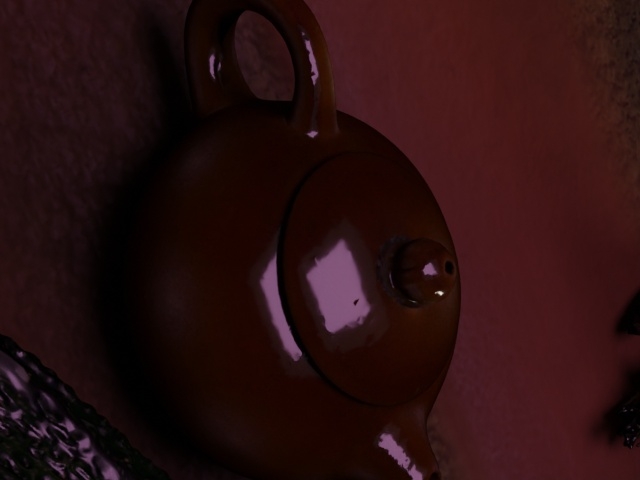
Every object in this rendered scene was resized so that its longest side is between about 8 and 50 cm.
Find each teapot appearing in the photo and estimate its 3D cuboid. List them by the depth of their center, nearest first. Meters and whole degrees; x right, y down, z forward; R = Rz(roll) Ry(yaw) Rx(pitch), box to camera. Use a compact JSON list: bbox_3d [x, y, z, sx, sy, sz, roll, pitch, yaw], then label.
[{"bbox_3d":[0.000,0.000,0.797,0.178,0.135,0.252,-21,99,-50],"label":"teapot"}]

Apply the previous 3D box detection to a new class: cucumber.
[{"bbox_3d":[-0.110,0.089,0.724,0.187,0.058,0.058,47,52,-28],"label":"cucumber"}]

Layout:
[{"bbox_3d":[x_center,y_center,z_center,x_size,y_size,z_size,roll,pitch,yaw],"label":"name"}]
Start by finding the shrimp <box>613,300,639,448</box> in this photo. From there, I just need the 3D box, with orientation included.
[{"bbox_3d":[0.209,0.074,1.080,0.161,0.034,0.091,-30,93,-52],"label":"shrimp"}]
